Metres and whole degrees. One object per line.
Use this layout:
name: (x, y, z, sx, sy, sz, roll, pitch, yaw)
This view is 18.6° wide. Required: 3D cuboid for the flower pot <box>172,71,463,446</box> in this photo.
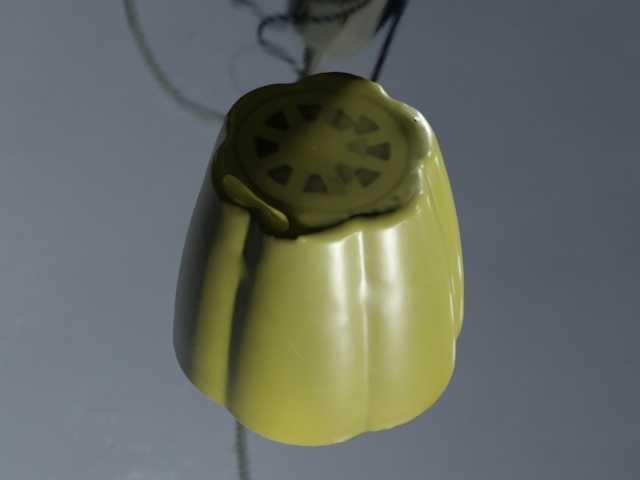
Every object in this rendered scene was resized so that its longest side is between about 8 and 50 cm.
flower pot: (0.000, 0.000, 1.218, 0.195, 0.179, 0.195, 0, 50, 0)
